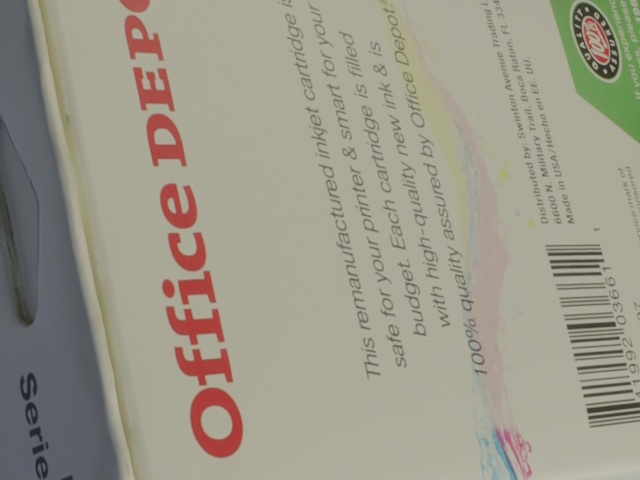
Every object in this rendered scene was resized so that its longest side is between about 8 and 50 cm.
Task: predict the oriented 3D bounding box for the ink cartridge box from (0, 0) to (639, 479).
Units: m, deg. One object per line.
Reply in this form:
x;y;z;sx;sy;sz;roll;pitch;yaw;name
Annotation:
0.000;0.000;0.467;0.212;0.154;0.093;-1;162;-44;ink cartridge box
